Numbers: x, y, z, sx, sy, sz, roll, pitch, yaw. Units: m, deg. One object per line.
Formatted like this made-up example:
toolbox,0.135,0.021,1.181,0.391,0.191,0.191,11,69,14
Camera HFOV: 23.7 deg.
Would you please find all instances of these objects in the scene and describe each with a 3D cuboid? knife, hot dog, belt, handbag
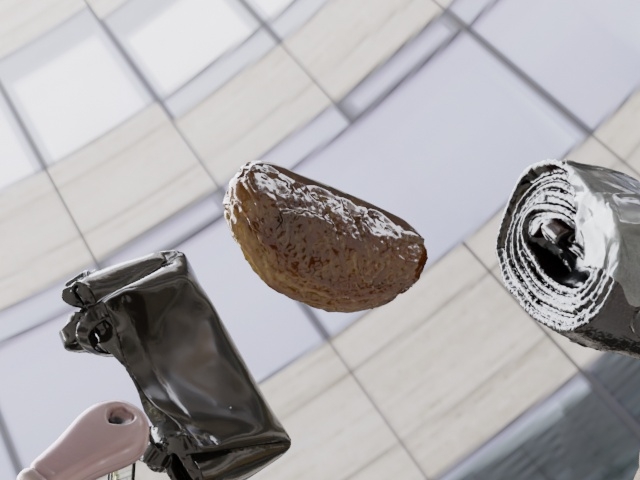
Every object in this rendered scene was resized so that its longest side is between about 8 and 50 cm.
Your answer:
knife,-0.273,0.251,1.375,0.336,0.081,0.043,-39,-33,-41
hot dog,0.001,-0.003,1.606,0.226,0.160,0.099,21,-59,-9
belt,0.325,0.024,1.745,0.164,0.289,0.184,19,-71,-24
handbag,-0.170,0.153,1.721,0.113,0.285,0.257,-32,-8,16

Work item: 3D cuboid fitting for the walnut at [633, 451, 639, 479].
walnut,0.365,0.219,1.136,0.252,0.313,0.277,-26,-39,-4

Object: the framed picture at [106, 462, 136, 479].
framed picture,-0.240,0.343,1.810,0.010,0.195,0.199,6,-104,-15
